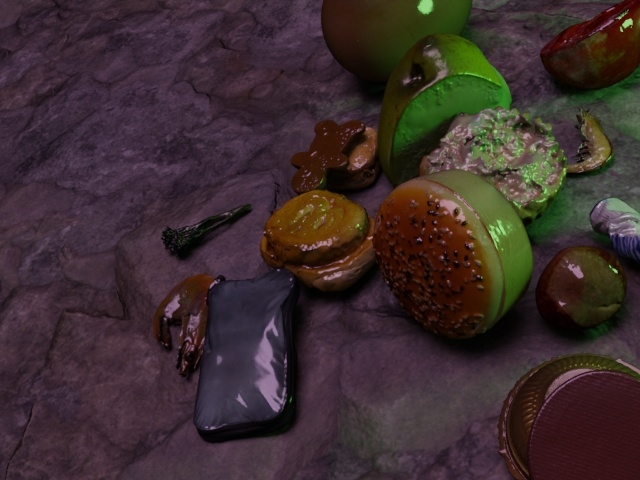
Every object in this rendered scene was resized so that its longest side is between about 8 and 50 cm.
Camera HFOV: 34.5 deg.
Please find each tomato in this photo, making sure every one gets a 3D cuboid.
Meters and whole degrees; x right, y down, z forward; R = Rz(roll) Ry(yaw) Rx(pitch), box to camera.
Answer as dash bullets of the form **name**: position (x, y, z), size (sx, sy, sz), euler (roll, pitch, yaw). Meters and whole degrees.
- **tomato**: position (0.568, -0.383, 2.086), size (0.200, 0.140, 0.233), euler (-37, 9, -24)

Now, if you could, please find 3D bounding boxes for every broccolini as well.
- **broccolini**: position (-0.233, -0.022, 2.159), size (0.201, 0.058, 0.074), euler (-19, 54, -18)

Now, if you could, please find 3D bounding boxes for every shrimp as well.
- **shrimp**: position (-0.258, 0.158, 1.963), size (0.150, 0.068, 0.249), euler (-26, 35, 16)
- **shrimp**: position (0.495, -0.188, 1.998), size (0.124, 0.034, 0.178), euler (-22, 46, 11)

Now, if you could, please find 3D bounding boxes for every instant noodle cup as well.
- **instant noodle cup**: position (0.392, 0.259, 1.512), size (0.273, 0.091, 0.274), euler (-8, 51, 10)

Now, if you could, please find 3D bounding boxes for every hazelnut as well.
- **hazelnut**: position (0.422, 0.076, 1.690), size (0.154, 0.143, 0.143), euler (-44, 43, 2)

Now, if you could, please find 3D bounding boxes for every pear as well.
- **pear**: position (0.221, -0.275, 2.026), size (0.286, 0.282, 0.176), euler (-25, 47, -1)

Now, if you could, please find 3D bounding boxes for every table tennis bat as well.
- **table tennis bat**: position (0.375, 0.328, 1.412), size (0.200, 0.038, 0.310), euler (16, 82, 14)

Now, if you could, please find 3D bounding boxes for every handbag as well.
- **handbag**: position (-0.130, 0.190, 1.835), size (0.191, 0.075, 0.332), euler (-14, 53, 21)

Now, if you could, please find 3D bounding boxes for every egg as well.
- **egg**: position (0.172, -0.517, 2.276), size (0.301, 0.301, 0.374), euler (22, 59, 39)

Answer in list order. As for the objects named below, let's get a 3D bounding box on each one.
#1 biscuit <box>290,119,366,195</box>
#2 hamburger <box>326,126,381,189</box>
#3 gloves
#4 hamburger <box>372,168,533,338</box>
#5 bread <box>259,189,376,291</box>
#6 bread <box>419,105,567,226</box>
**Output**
- **biscuit**: position (0.004, -0.164, 2.078), size (0.138, 0.031, 0.205), euler (4, 50, 33)
- **hamburger**: position (0.060, -0.172, 2.139), size (0.138, 0.083, 0.147), euler (1, 49, 20)
- **gloves**: position (0.554, -0.001, 1.735), size (0.119, 0.097, 0.229), euler (6, 15, -37)
- **hamburger**: position (0.212, 0.027, 1.724), size (0.176, 0.300, 0.300), euler (-26, 39, -26)
- **bread**: position (0.002, -0.002, 1.959), size (0.236, 0.120, 0.198), euler (24, 52, 38)
- **bread**: position (0.320, -0.115, 1.902), size (0.274, 0.149, 0.274), euler (-8, 50, 9)
